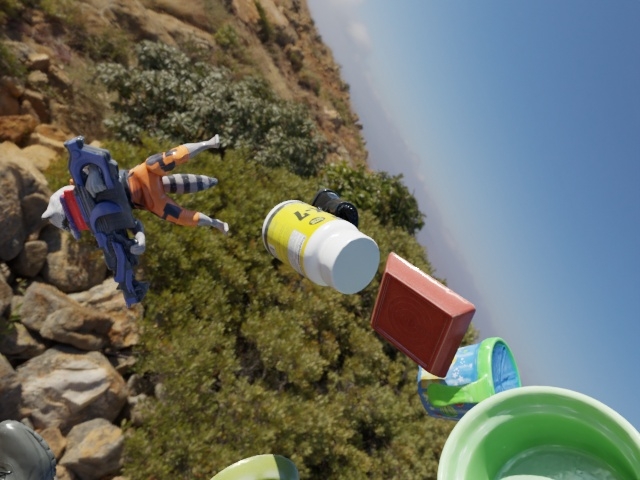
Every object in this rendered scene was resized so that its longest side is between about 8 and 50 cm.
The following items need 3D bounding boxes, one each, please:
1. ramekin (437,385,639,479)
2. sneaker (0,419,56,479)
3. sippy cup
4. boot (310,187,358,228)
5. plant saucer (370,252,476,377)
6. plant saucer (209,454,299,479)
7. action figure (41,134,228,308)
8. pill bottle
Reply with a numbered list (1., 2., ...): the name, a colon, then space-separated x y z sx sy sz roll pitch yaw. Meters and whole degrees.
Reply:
1. ramekin: 0.348 0.392 0.674 0.148 0.304 0.303 54 16 -29
2. sneaker: -0.583 0.489 0.854 0.130 0.109 0.285 -19 99 -64
3. sippy cup: 0.395 0.391 1.216 0.305 0.224 0.239 48 42 -31
4. boot: 0.000 0.000 1.098 0.094 0.246 0.207 20 13 -17
5. plant saucer: 0.236 0.200 1.148 0.048 0.258 0.258 -23 46 -39
6. plant saucer: -0.146 0.546 0.913 0.241 0.241 0.037 53 -8 -34
7. action figure: -0.359 -0.052 0.896 0.178 0.331 0.340 -129 -144 -60
8. pill bottle: -0.003 0.009 0.782 0.209 0.119 0.119 27 -18 49
